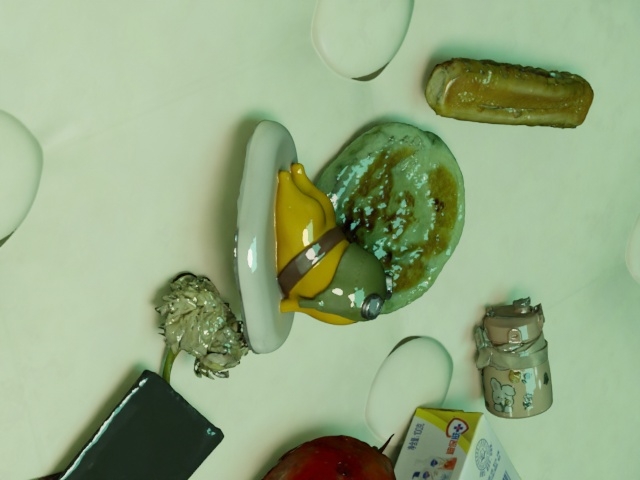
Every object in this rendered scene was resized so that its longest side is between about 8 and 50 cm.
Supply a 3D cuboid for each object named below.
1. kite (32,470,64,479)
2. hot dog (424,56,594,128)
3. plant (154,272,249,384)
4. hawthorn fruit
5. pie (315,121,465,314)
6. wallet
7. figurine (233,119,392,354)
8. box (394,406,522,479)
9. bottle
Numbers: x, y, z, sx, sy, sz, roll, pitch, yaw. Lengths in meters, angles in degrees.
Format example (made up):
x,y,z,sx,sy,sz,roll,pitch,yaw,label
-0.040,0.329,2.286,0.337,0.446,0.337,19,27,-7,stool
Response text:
x,y,z,sx,sy,sz,roll,pitch,yaw,label
-0.280,0.283,1.613,0.125,0.008,0.222,-51,133,-15,kite
0.230,-0.179,1.859,0.289,0.068,0.083,1,129,-47,hot dog
-0.140,0.104,1.642,0.122,0.104,0.116,-40,96,16,plant
0.013,0.303,1.792,0.235,0.181,0.181,-54,135,-30,hawthorn fruit
0.077,-0.023,1.789,0.240,0.054,0.241,-15,114,-36,pie
-0.231,0.279,1.625,0.285,0.030,0.146,-51,135,-12,wallet
0.000,0.000,1.622,0.166,0.141,0.250,-38,128,-65,figurine
0.150,0.359,1.911,0.168,0.097,0.265,57,43,-40,box
0.248,0.146,1.990,0.099,0.099,0.152,-22,113,-35,bottle
